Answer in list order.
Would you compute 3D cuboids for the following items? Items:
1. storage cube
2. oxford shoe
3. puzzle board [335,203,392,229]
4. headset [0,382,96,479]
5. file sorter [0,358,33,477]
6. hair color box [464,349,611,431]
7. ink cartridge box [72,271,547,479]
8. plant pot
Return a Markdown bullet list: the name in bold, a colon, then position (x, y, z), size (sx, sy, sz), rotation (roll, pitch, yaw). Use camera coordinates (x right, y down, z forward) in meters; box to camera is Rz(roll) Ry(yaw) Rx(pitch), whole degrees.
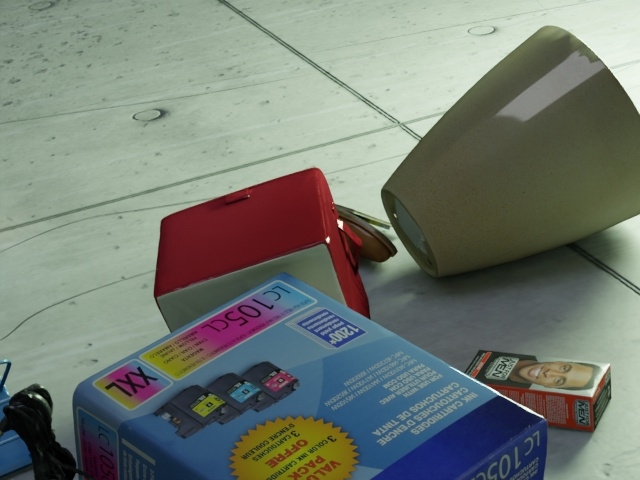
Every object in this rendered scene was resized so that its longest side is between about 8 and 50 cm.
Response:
- **storage cube**: position (-0.054, 0.062, 1.736), size (0.215, 0.183, 0.193), rotation (-17, 25, 5)
- **oxford shoe**: position (0.000, 0.000, 2.047), size (0.212, 0.076, 0.076), rotation (16, 64, 34)
- **puzzle board**: position (0.031, -0.036, 2.097), size (0.096, 0.011, 0.128), rotation (19, -1, -43)
- **headset**: position (-0.254, 0.305, 1.311), size (0.243, 0.185, 0.394), rotation (-3, 37, 10)
- **file sorter**: position (-0.365, 0.155, 1.651), size (0.118, 0.104, 0.170), rotation (-21, 73, -26)
- **hair color box**: position (0.217, 0.151, 1.671), size (0.141, 0.043, 0.072), rotation (5, 27, 23)
- **ink cartridge box**: position (0.011, 0.209, 1.442), size (0.270, 0.151, 0.395), rotation (-29, 43, -36)
- **plant pot**: position (0.218, -0.079, 1.964), size (0.274, 0.256, 0.256), rotation (-31, 30, -10)
